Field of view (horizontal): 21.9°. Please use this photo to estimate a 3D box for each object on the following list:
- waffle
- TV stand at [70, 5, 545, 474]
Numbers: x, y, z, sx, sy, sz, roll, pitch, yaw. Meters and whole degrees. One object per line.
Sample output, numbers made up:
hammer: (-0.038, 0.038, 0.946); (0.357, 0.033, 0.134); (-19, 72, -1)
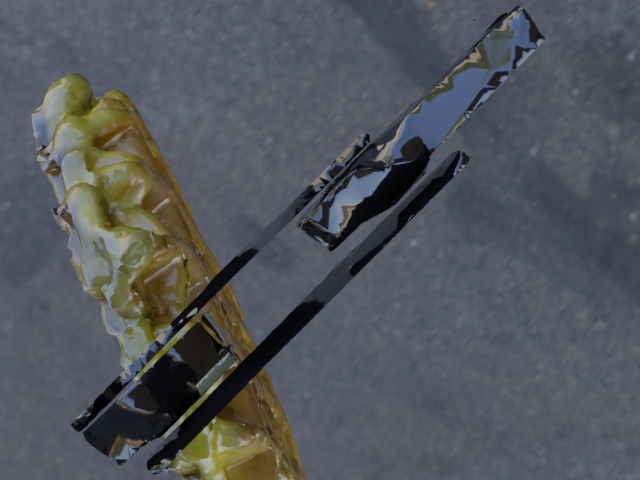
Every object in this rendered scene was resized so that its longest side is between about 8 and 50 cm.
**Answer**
waffle: (-0.068, 0.052, 0.873); (0.301, 0.058, 0.281); (65, -179, -48)
TV stand: (0.000, 0.000, 0.686); (0.042, 0.249, 0.036); (45, 179, 0)
